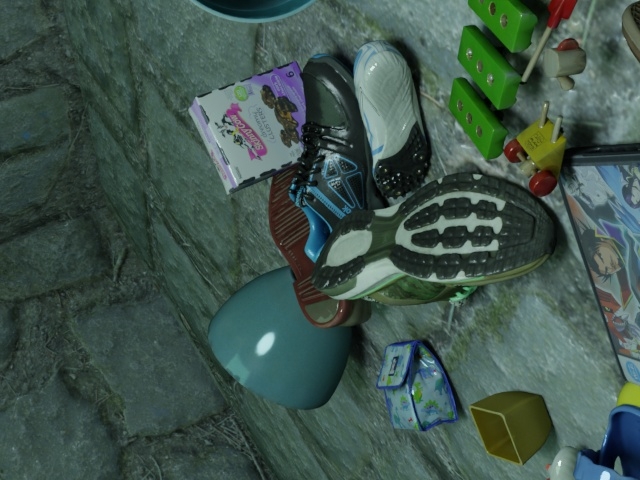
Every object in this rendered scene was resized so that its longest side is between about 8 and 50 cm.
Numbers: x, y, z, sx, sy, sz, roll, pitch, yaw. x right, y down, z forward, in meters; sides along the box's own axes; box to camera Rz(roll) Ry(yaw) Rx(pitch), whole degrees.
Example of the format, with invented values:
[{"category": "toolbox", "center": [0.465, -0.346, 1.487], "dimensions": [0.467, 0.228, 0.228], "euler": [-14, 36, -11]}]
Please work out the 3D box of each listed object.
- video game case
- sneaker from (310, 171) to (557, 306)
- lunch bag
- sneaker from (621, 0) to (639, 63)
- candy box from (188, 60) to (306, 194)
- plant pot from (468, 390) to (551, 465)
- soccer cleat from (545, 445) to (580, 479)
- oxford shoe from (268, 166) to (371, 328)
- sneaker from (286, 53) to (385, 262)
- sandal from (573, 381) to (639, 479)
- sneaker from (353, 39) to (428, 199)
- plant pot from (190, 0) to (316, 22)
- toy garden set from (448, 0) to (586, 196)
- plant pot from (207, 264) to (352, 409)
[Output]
[{"category": "video game case", "center": [0.333, 0.040, 0.706], "dimensions": [0.248, 0.035, 0.275], "euler": [-155, 43, -78]}, {"category": "sneaker", "center": [0.172, 0.025, 1.033], "dimensions": [0.182, 0.158, 0.410], "euler": [29, 158, -30]}, {"category": "lunch bag", "center": [0.161, 0.251, 1.295], "dimensions": [0.129, 0.096, 0.151], "euler": [147, 111, -69]}, {"category": "sneaker", "center": [0.313, -0.119, 0.627], "dimensions": [0.188, 0.066, 0.071], "euler": [57, 159, 20]}, {"category": "candy box", "center": [-0.100, -0.192, 1.265], "dimensions": [0.165, 0.196, 0.070], "euler": [65, 157, -1]}, {"category": "plant pot", "center": [0.277, 0.256, 1.053], "dimensions": [0.081, 0.083, 0.081], "euler": [-7, 107, 66]}, {"category": "soccer cleat", "center": [0.362, 0.359, 1.010], "dimensions": [0.076, 0.068, 0.196], "euler": [21, 139, 52]}, {"category": "oxford shoe", "center": [0.000, 0.000, 1.348], "dimensions": [0.123, 0.130, 0.348], "euler": [-28, 65, 32]}, {"category": "sneaker", "center": [0.017, -0.117, 1.165], "dimensions": [0.125, 0.139, 0.341], "euler": [27, 135, 59]}, {"category": "sandal", "center": [0.371, 0.322, 0.858], "dimensions": [0.126, 0.138, 0.317], "euler": [8, 122, 61]}, {"category": "sneaker", "center": [0.098, -0.167, 1.037], "dimensions": [0.086, 0.085, 0.237], "euler": [-102, 0, -55]}, {"category": "plant pot", "center": [-0.113, -0.452, 0.987], "dimensions": [0.255, 0.271, 0.272], "euler": [-123, 19, -58]}, {"category": "toy garden set", "center": [0.213, -0.186, 0.760], "dimensions": [0.244, 0.049, 0.204], "euler": [94, 161, -44]}, {"category": "plant pot", "center": [-0.051, 0.162, 1.474], "dimensions": [0.290, 0.290, 0.195], "euler": [48, 116, 34]}]
